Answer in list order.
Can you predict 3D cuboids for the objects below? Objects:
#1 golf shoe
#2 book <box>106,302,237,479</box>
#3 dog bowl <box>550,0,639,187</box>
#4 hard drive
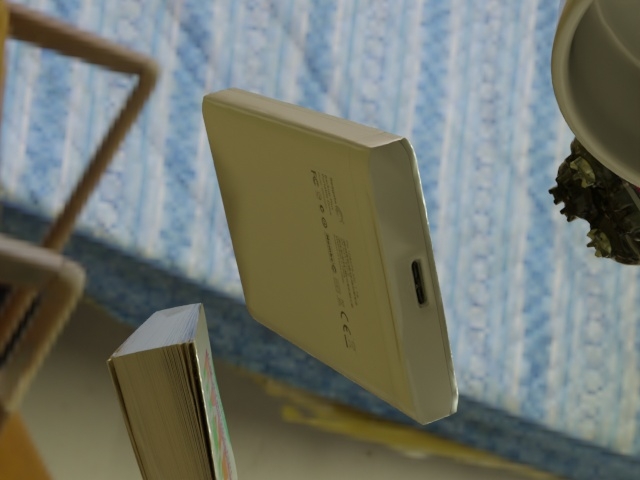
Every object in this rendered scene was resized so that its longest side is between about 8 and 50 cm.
[{"bbox_3d":[0.282,0.023,1.120,0.272,0.120,0.105,60,-20,10],"label":"golf shoe"},{"bbox_3d":[-0.057,0.083,0.678,0.144,0.035,0.096,-110,-172,-85],"label":"book"},{"bbox_3d":[0.279,-0.134,0.969,0.265,0.265,0.104,96,6,-55],"label":"dog bowl"},{"bbox_3d":[0.000,0.000,1.376,0.353,0.047,0.233,24,-50,62],"label":"hard drive"}]
